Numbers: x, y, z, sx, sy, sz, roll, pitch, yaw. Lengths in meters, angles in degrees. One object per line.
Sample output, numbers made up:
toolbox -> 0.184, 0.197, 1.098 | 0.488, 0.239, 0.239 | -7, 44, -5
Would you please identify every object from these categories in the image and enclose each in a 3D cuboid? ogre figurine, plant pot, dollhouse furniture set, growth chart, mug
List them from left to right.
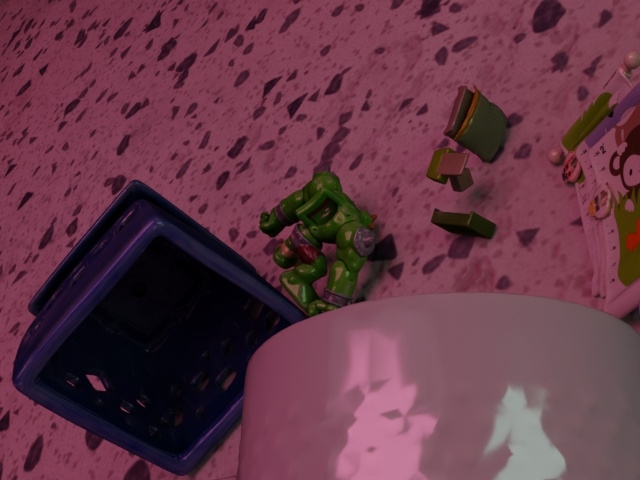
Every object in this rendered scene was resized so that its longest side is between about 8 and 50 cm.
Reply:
plant pot -> -0.189, 0.083, 1.003 | 0.236, 0.236, 0.212 | -49, 30, 4
ogre figurine -> 0.000, 0.000, 0.981 | 0.118, 0.097, 0.197 | -51, 22, 20
mug -> 0.037, 0.241, 0.533 | 0.374, 0.276, 0.328 | -6, 59, 12
dollhouse furniture set -> 0.161, -0.082, 0.892 | 0.058, 0.076, 0.152 | 8, 75, 53
growth chart -> 0.255, -0.047, 0.736 | 0.172, 0.021, 0.237 | 115, 162, -47

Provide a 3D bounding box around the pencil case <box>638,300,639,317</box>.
pencil case -> 0.323, 0.049, 0.592 | 0.206, 0.086, 0.088 | -24, 67, 36
